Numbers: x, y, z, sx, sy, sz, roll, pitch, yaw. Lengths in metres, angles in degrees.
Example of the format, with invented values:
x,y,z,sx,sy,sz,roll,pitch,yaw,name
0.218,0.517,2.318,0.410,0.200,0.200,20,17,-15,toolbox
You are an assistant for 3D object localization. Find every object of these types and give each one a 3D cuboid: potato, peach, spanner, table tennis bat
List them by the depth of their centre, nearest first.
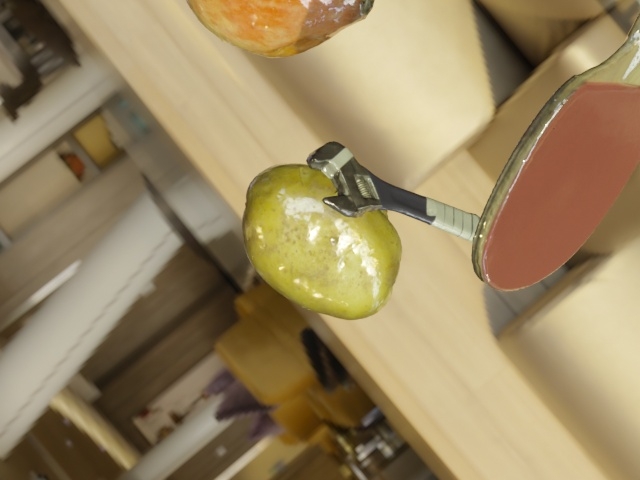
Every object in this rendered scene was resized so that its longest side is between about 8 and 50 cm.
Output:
x,y,z,sx,sy,sz,roll,pitch,yaw,name
0.165,-0.073,0.696,0.138,0.246,0.022,-2,-144,-50,table tennis bat
-0.036,-0.291,1.231,0.232,0.232,0.232,49,171,10,peach
0.120,-0.026,1.303,0.316,0.024,0.087,20,-136,-29,spanner
0.001,-0.001,1.628,0.228,0.148,0.197,17,126,5,potato
